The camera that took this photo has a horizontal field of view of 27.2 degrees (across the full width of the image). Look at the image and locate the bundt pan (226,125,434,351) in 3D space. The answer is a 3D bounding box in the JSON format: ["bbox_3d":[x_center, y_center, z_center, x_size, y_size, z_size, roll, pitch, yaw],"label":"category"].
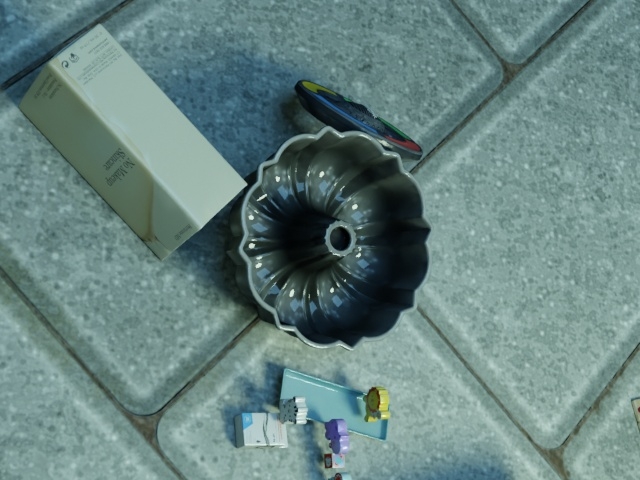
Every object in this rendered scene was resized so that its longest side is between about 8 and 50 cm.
[{"bbox_3d":[0.000,0.000,1.975,0.330,0.124,0.331,2,86,-29],"label":"bundt pan"}]

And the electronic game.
[{"bbox_3d":[0.061,-0.190,2.083,0.229,0.229,0.048,26,102,-19],"label":"electronic game"}]

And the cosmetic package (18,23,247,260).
[{"bbox_3d":[-0.270,-0.136,1.886,0.309,0.160,0.113,48,57,-4],"label":"cosmetic package"}]

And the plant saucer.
[{"bbox_3d":[0.020,0.248,1.976,0.192,0.018,0.067,20,63,-25],"label":"plant saucer"}]

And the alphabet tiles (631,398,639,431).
[{"bbox_3d":[0.650,0.322,2.318,0.237,0.009,0.198,-5,74,-31],"label":"alphabet tiles"}]

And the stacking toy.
[{"bbox_3d":[0.029,0.325,1.916,0.167,0.052,0.221,2,80,-33],"label":"stacking toy"}]

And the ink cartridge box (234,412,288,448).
[{"bbox_3d":[-0.080,0.275,1.908,0.083,0.028,0.048,4,70,-29],"label":"ink cartridge box"}]
